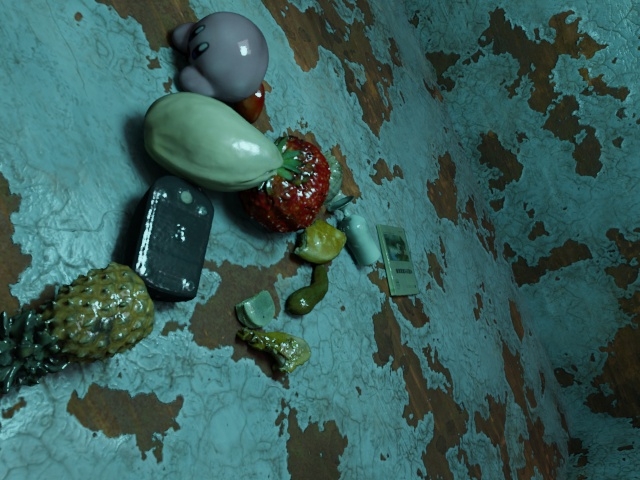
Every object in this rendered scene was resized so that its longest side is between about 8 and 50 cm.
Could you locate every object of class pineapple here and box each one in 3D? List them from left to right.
[{"bbox_3d":[-0.447,0.163,0.783,0.340,0.169,0.169,-31,99,-45],"label":"pineapple"}]

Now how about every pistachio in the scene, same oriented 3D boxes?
[{"bbox_3d":[-0.248,-0.218,1.098,0.332,0.208,0.226,21,38,1],"label":"pistachio"}]

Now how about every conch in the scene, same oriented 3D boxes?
[{"bbox_3d":[0.009,-0.199,1.576,0.155,0.130,0.207,-46,141,-16],"label":"conch"}]

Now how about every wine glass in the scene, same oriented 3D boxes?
[{"bbox_3d":[0.118,-0.029,1.613,0.231,0.103,0.103,62,37,-18],"label":"wine glass"}]

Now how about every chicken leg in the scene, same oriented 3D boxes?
[{"bbox_3d":[-0.118,0.274,1.200,0.207,0.085,0.101,27,65,-32],"label":"chicken leg"}]

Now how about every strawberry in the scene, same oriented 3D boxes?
[{"bbox_3d":[-0.087,-0.132,1.297,0.288,0.250,0.238,63,22,-55],"label":"strawberry"}]

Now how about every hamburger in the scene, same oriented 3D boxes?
[{"bbox_3d":[-0.155,0.180,1.212,0.121,0.054,0.084,-31,98,-60],"label":"hamburger"}]

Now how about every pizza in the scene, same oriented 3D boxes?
[{"bbox_3d":[0.001,0.006,1.473,0.134,0.056,0.271,57,32,-2],"label":"pizza"}]

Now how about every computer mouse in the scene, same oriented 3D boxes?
[{"bbox_3d":[-0.331,-0.002,1.027,0.170,0.100,0.269,28,58,-38],"label":"computer mouse"}]

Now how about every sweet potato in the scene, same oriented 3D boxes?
[{"bbox_3d":[-0.023,0.146,1.389,0.081,0.062,0.233,57,35,-12],"label":"sweet potato"}]

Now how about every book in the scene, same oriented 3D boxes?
[{"bbox_3d":[0.306,0.077,1.867,0.215,0.025,0.283,4,70,-52],"label":"book"}]

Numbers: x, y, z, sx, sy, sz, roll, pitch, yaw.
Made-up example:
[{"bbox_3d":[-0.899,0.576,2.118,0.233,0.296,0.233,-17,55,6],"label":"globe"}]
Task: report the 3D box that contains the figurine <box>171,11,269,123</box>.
[{"bbox_3d":[-0.233,-0.492,1.279,0.261,0.211,0.270,6,69,-51],"label":"figurine"}]
